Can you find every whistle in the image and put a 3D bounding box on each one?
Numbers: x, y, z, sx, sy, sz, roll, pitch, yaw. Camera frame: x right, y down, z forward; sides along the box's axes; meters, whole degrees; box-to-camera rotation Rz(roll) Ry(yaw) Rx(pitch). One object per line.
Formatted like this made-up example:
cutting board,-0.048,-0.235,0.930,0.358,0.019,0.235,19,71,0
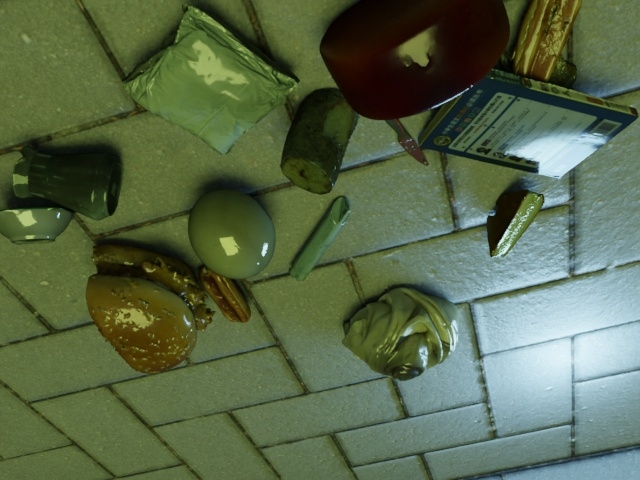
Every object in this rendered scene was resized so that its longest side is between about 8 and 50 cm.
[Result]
whistle,0.000,0.000,1.748,0.062,0.062,0.312,19,129,-21

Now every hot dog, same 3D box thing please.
hot dog,-0.290,0.163,1.872,0.100,0.068,0.249,-2,133,28
hot dog,0.490,-0.451,1.340,0.109,0.072,0.269,12,124,-4

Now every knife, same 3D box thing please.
knife,0.211,-0.263,1.547,0.035,0.018,0.247,-32,129,19

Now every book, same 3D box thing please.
book,0.493,-0.273,1.479,0.428,0.039,0.300,10,154,-15

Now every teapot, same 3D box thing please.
teapot,-0.621,-0.144,1.505,0.225,0.170,0.203,11,162,-6

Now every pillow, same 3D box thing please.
pillow,-0.248,-0.342,1.350,0.310,0.138,0.283,30,125,-32

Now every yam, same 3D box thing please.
yam,-0.007,-0.233,1.429,0.154,0.254,0.154,13,147,8

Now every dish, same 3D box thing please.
dish,-0.758,-0.032,1.573,0.246,0.078,0.224,-7,175,29

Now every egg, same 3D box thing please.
egg,-0.231,-0.015,1.606,0.219,0.219,0.269,-25,136,18

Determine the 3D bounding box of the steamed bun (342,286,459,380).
steamed bun,0.272,0.338,1.970,0.394,0.237,0.346,-14,133,7

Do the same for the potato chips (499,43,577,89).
potato chips,0.517,-0.413,1.429,0.209,0.026,0.142,2,132,-5

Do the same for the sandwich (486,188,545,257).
sandwich,0.543,-0.064,1.722,0.090,0.088,0.244,4,130,-21

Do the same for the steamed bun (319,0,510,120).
steamed bun,0.200,-0.403,1.256,0.380,0.248,0.235,-25,131,17

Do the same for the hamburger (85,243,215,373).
hamburger,-0.468,0.198,1.761,0.287,0.268,0.445,-18,131,8
